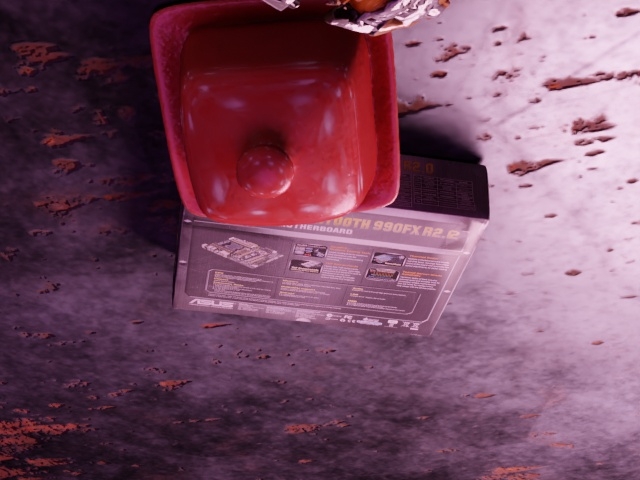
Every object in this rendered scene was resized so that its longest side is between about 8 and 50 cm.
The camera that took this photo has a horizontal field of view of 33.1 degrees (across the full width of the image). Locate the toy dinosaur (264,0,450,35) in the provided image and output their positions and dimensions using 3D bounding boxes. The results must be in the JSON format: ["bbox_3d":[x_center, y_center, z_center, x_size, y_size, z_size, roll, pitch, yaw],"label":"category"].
[{"bbox_3d":[-0.064,-0.208,0.418,0.164,0.218,0.322,-16,143,24],"label":"toy dinosaur"}]

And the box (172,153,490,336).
[{"bbox_3d":[0.000,0.000,0.870,0.231,0.056,0.183,6,145,-7],"label":"box"}]

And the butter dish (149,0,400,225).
[{"bbox_3d":[-0.030,-0.066,0.689,0.160,0.118,0.160,-3,120,5],"label":"butter dish"}]
